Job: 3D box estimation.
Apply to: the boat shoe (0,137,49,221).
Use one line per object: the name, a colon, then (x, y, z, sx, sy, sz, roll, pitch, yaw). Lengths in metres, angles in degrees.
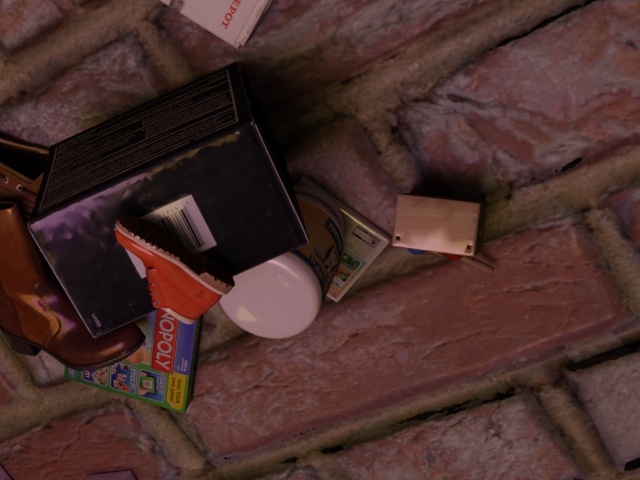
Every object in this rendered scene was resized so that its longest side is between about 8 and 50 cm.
boat shoe: (-0.381, -0.076, 1.684, 0.307, 0.110, 0.104, 11, 124, 9)

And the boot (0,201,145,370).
boot: (-0.408, 0.053, 1.720, 0.264, 0.096, 0.280, 10, 130, 32)

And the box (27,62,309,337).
box: (-0.191, -0.063, 1.479, 0.296, 0.294, 0.182, -23, 115, 3)

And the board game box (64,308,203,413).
board game box: (-0.292, 0.116, 1.814, 0.214, 0.046, 0.317, 16, 123, 8)

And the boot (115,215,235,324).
boot: (-0.186, 0.037, 1.332, 0.158, 0.059, 0.084, 37, 108, -22)

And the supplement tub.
supplement tub: (-0.048, 0.024, 1.569, 0.144, 0.199, 0.144, 8, 124, 12)

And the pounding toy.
pounding toy: (0.173, -0.008, 1.560, 0.130, 0.141, 0.100, 7, 94, 12)

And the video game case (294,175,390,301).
video game case: (0.000, 0.000, 1.674, 0.157, 0.019, 0.143, 35, 124, -7)

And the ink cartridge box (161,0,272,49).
ink cartridge box: (-0.147, -0.370, 1.448, 0.218, 0.092, 0.158, 33, 124, -3)

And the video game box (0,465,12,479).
video game box: (-0.646, 0.500, 2.150, 0.205, 0.048, 0.187, -21, 110, 26)

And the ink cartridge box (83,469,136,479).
ink cartridge box: (-0.361, 0.480, 2.048, 0.099, 0.056, 0.135, -10, 117, 21)
